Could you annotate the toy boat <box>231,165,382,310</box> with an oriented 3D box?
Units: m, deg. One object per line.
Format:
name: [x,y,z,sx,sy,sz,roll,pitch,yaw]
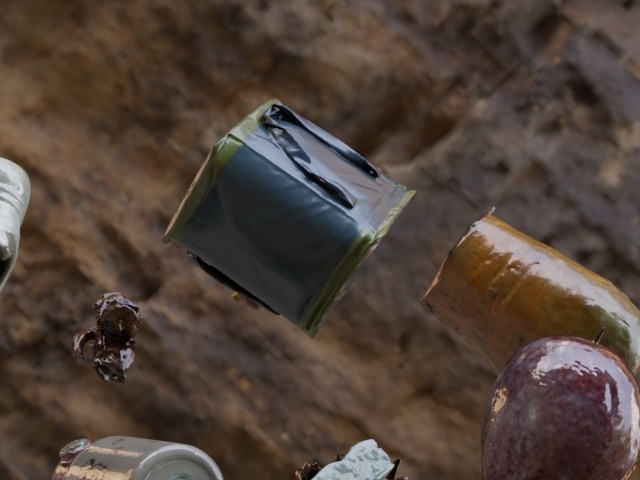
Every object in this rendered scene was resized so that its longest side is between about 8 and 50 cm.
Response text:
toy boat: [0.005,0.000,2.353,0.099,0.318,0.141,9,-44,54]

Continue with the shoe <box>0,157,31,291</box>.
shoe: [-0.424,0.058,1.765,0.124,0.316,0.159,21,32,-29]

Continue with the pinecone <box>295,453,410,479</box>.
pinecone: [0.025,0.408,1.998,0.298,0.296,0.242,11,-24,45]

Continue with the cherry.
cherry: [0.296,0.249,1.971,0.203,0.300,0.230,26,-20,8]

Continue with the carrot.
carrot: [0.336,0.120,2.431,0.341,0.224,0.224,37,-11,15]

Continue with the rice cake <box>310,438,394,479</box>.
rice cake: [-0.031,0.254,1.310,0.043,0.127,0.237,51,-39,15]

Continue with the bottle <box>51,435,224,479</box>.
bottle: [-0.190,0.247,1.553,0.110,0.110,0.233,49,-25,-20]

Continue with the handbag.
handbag: [-0.040,-0.033,2.042,0.241,0.222,0.263,36,25,4]

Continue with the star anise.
star anise: [-0.221,0.107,1.639,0.070,0.097,0.191,15,1,-13]
